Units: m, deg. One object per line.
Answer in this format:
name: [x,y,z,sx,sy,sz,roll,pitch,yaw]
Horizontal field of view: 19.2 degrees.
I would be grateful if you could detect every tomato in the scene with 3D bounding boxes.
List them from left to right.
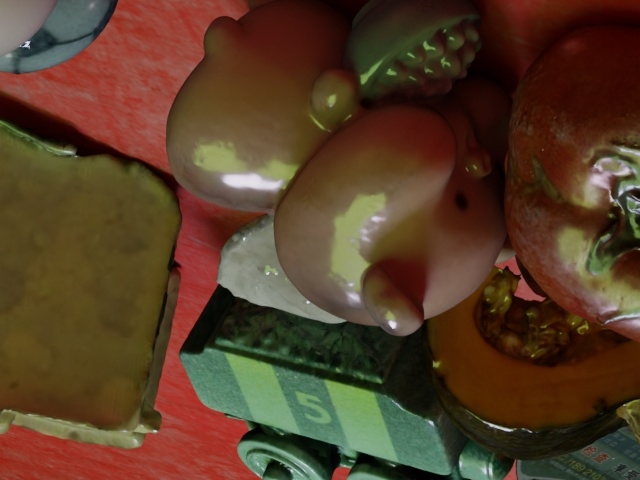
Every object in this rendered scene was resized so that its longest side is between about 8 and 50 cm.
tomato: [0.213,-0.025,1.196,0.237,0.095,0.237,15,124,23]

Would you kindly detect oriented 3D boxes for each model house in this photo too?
model house: [-0.277,0.052,1.734,0.321,0.261,0.266,12,167,0]

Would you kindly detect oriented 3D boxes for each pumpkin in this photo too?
pumpkin: [0.185,0.114,1.398,0.248,0.126,0.131,22,166,11]

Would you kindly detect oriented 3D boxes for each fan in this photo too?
fan: [0.264,0.212,1.642,0.223,0.012,0.294,8,138,-12]

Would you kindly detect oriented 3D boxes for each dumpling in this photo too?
dumpling: [0.001,0.001,1.521,0.176,0.092,0.150,12,154,25]

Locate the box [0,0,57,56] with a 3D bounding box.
box: [-0.294,-0.244,1.150,0.349,0.289,0.141,3,-170,43]

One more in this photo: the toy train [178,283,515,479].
toy train: [0.026,0.133,1.677,0.299,0.167,0.238,12,145,26]

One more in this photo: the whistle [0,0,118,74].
whistle: [-0.202,-0.204,1.255,0.163,0.163,0.290,26,155,0]

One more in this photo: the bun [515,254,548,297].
bun: [0.183,0.019,1.432,0.086,0.055,0.086,22,154,11]

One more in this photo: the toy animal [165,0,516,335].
toy animal: [0.011,-0.056,1.280,0.221,0.210,0.229,2,112,27]
